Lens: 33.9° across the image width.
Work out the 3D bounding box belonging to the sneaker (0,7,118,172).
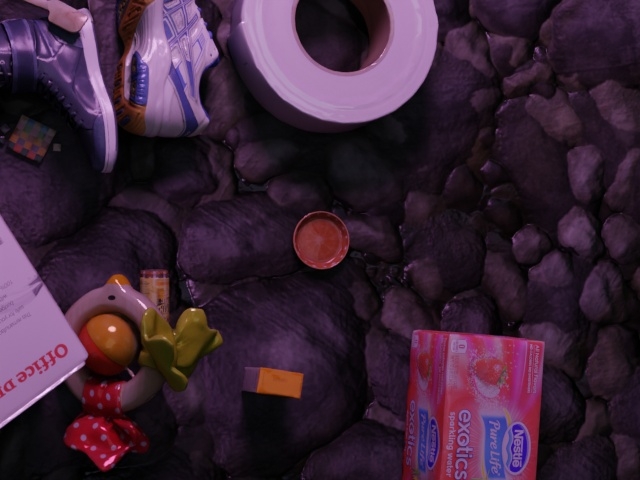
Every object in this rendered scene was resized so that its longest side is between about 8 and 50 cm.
[{"bbox_3d":[-0.360,-0.186,1.366,0.163,0.086,0.226,-12,81,-27],"label":"sneaker"}]

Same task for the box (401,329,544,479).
[{"bbox_3d":[0.213,0.282,1.488,0.154,0.142,0.299,7,86,-17],"label":"box"}]

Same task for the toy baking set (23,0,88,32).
[{"bbox_3d":[-0.374,-0.393,1.372,0.197,0.030,0.256,0,74,-2],"label":"toy baking set"}]

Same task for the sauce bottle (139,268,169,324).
[{"bbox_3d":[-0.225,0.103,1.424,0.042,0.042,0.128,-2,92,-16],"label":"sauce bottle"}]

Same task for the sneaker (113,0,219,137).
[{"bbox_3d":[-0.203,-0.283,1.430,0.131,0.112,0.296,7,87,-33],"label":"sneaker"}]

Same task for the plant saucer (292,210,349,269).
[{"bbox_3d":[0.000,0.000,1.507,0.084,0.013,0.083,1,87,-17],"label":"plant saucer"}]

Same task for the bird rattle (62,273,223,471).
[{"bbox_3d":[-0.259,0.164,1.374,0.253,0.143,0.207,-46,73,21],"label":"bird rattle"}]

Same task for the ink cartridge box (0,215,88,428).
[{"bbox_3d":[-0.447,0.088,1.255,0.207,0.117,0.283,-39,103,-42],"label":"ink cartridge box"}]

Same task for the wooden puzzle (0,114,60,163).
[{"bbox_3d":[-0.388,-0.136,1.405,0.083,0.006,0.049,27,80,-13],"label":"wooden puzzle"}]

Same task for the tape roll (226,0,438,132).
[{"bbox_3d":[0.017,-0.296,1.482,0.286,0.100,0.286,1,88,-16],"label":"tape roll"}]

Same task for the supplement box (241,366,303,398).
[{"bbox_3d":[-0.067,0.195,1.434,0.062,0.098,0.036,10,81,-14],"label":"supplement box"}]
